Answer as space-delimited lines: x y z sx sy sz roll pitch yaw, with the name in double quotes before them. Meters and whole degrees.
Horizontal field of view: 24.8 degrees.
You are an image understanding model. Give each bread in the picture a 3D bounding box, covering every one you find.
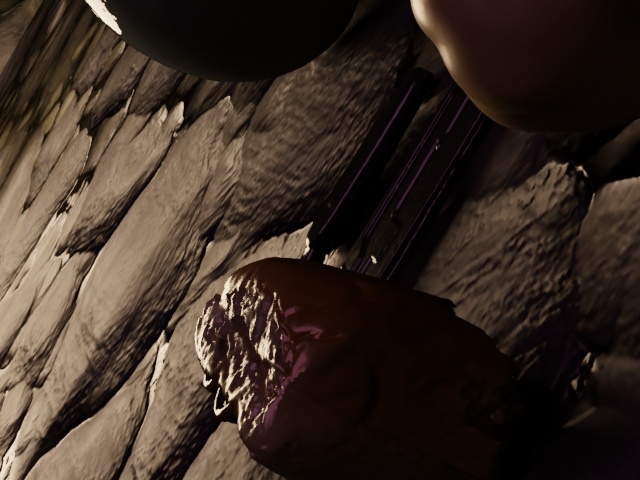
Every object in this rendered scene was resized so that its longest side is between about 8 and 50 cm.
"bread" 0.015 0.051 0.571 0.082 0.106 0.125 -59 22 7

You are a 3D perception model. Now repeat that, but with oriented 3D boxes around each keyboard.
"keyboard" 0.051 -0.030 0.729 0.155 0.010 0.053 -58 21 6

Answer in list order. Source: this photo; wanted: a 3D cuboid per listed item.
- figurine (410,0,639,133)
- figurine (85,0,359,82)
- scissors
"figurine" 0.124 -0.130 0.575 0.196 0.114 0.108 -49 -3 3
"figurine" -0.050 -0.224 1.078 0.382 0.224 0.205 -43 -36 -76
"scissors" 0.000 0.000 0.803 0.220 0.017 0.088 -58 17 6
